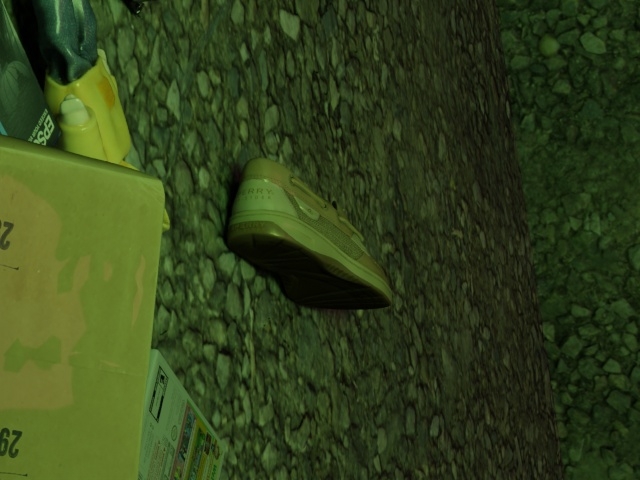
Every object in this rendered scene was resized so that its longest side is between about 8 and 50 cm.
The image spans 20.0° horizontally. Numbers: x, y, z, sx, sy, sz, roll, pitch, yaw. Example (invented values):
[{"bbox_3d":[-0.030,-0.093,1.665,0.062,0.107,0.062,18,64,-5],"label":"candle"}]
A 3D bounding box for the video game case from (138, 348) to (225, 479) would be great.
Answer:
[{"bbox_3d":[-0.158,0.250,1.832,0.193,0.023,0.212,62,30,-47],"label":"video game case"}]

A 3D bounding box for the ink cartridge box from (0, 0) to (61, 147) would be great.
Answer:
[{"bbox_3d":[-0.298,-0.118,1.486,0.165,0.065,0.333,-71,150,-48],"label":"ink cartridge box"}]

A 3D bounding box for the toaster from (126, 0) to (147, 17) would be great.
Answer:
[{"bbox_3d":[-0.170,-0.330,1.790,0.185,0.110,0.168,29,64,-66],"label":"toaster"}]

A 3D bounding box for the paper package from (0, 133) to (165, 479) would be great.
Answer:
[{"bbox_3d":[-0.273,0.075,1.143,0.324,0.168,0.310,10,84,-48],"label":"paper package"}]

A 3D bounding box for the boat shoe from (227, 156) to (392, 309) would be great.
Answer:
[{"bbox_3d":[0.000,0.000,2.168,0.341,0.121,0.110,41,49,-60],"label":"boat shoe"}]

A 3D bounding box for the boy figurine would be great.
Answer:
[{"bbox_3d":[-0.210,-0.121,1.663,0.177,0.092,0.285,-83,161,-76],"label":"boy figurine"}]
